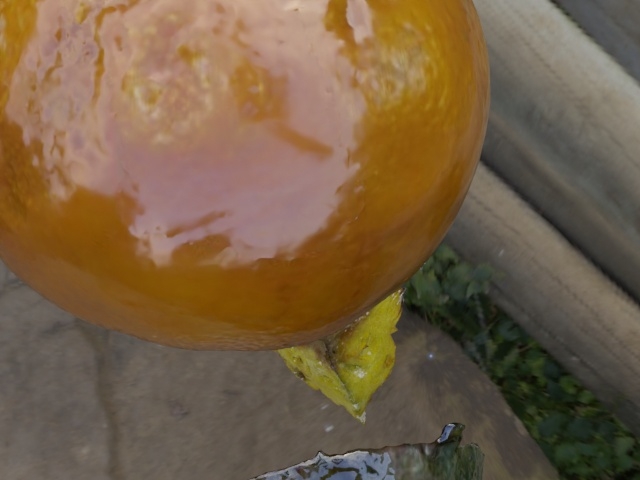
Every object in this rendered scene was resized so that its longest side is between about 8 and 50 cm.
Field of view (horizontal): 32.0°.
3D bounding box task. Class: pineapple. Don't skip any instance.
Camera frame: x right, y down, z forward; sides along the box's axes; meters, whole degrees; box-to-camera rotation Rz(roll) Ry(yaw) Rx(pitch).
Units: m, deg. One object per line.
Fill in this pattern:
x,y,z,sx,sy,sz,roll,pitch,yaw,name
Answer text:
-0.002,-0.004,0.883,0.140,0.250,0.164,20,61,39,pineapple

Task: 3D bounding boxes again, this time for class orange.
-0.047,-0.067,0.554,0.261,0.261,0.261,-1,84,6,orange

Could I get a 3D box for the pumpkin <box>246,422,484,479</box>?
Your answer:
-0.038,0.161,0.472,0.278,0.163,0.111,-4,60,-22,pumpkin
